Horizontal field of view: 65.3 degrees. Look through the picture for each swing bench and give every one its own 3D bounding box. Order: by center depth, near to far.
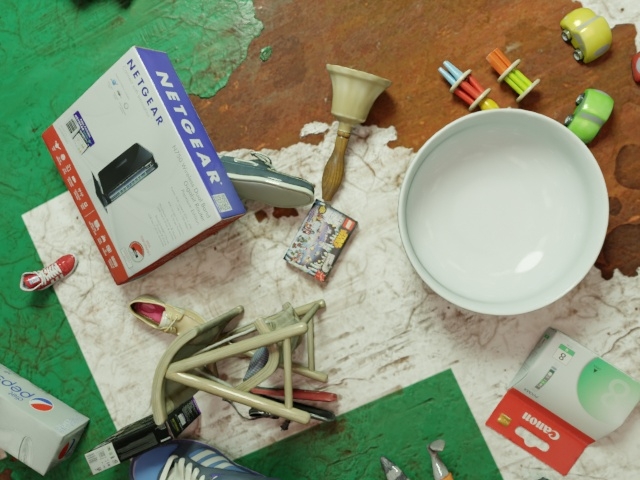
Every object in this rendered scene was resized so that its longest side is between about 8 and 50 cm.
[{"bbox_3d":[-0.127,0.202,0.880,0.254,0.253,0.165,-2,91,7],"label":"swing bench"}]

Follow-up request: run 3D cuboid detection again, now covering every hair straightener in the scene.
[{"bbox_3d":[-0.083,0.334,0.980,0.230,0.047,0.089,3,91,8],"label":"hair straightener"}]

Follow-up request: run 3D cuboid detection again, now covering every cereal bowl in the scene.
[{"bbox_3d":[0.300,-0.046,0.875,0.338,0.141,0.339,0,91,7],"label":"cereal bowl"}]

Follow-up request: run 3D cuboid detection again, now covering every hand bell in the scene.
[{"bbox_3d":[0.039,-0.192,0.939,0.126,0.126,0.242,18,105,7],"label":"hand bell"}]

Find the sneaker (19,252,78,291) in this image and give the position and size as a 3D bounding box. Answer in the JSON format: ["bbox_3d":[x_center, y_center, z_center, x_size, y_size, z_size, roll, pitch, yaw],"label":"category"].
[{"bbox_3d":[-0.561,0.068,1.028,0.118,0.067,0.042,-36,87,7],"label":"sneaker"}]

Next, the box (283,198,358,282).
[{"bbox_3d":[0.000,0.000,0.972,0.094,0.027,0.137,29,94,5],"label":"box"}]

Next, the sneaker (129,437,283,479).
[{"bbox_3d":[-0.215,0.452,0.894,0.322,0.236,0.130,18,74,3],"label":"sneaker"}]

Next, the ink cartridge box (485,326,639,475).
[{"bbox_3d":[0.440,0.300,0.909,0.181,0.056,0.225,33,93,6],"label":"ink cartridge box"}]

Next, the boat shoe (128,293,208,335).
[{"bbox_3d":[-0.307,0.159,1.000,0.170,0.059,0.063,19,94,7],"label":"boat shoe"}]

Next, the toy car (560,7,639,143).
[{"bbox_3d":[0.512,-0.280,0.885,0.239,0.053,0.225,26,94,6],"label":"toy car"}]

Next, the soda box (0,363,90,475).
[{"bbox_3d":[-0.637,0.354,1.032,0.286,0.091,0.098,29,95,6],"label":"soda box"}]

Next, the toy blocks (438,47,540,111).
[{"bbox_3d":[0.303,-0.298,0.913,0.123,0.054,0.148,-45,85,7],"label":"toy blocks"}]

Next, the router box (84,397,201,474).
[{"bbox_3d":[-0.340,0.375,0.972,0.178,0.133,0.046,-25,87,8],"label":"router box"}]

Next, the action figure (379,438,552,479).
[{"bbox_3d":[0.265,0.520,0.914,0.341,0.178,0.330,-38,93,-20],"label":"action figure"}]

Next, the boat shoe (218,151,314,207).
[{"bbox_3d":[-0.126,-0.120,0.954,0.254,0.095,0.079,8,61,19],"label":"boat shoe"}]

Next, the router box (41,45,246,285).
[{"bbox_3d":[-0.338,-0.128,0.935,0.301,0.082,0.336,-28,88,28],"label":"router box"}]
